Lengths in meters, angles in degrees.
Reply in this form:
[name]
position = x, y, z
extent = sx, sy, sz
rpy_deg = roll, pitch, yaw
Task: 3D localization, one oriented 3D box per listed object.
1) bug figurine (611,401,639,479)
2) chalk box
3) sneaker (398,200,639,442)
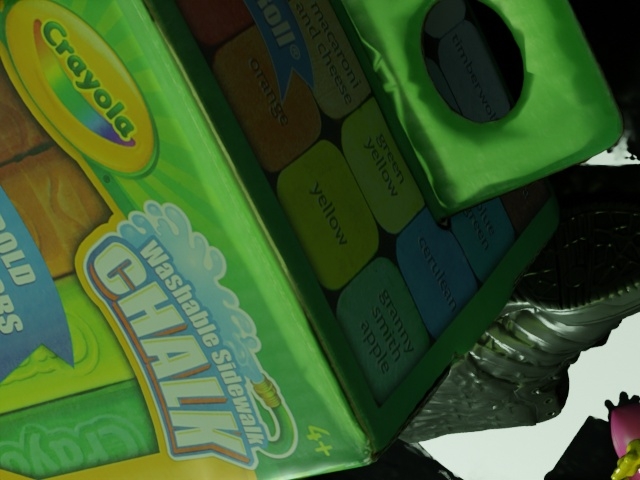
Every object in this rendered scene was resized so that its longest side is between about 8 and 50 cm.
[bug figurine]
position = 0.187, 0.172, 0.642
extent = 0.216, 0.072, 0.279
rpy_deg = 40, 148, 13
[chalk box]
position = -0.041, -0.025, 0.525
extent = 0.289, 0.179, 0.180
rpy_deg = -19, 105, 36
[sneaker]
position = 0.088, 0.041, 0.619
extent = 0.170, 0.051, 0.089
rpy_deg = -20, 138, 29
